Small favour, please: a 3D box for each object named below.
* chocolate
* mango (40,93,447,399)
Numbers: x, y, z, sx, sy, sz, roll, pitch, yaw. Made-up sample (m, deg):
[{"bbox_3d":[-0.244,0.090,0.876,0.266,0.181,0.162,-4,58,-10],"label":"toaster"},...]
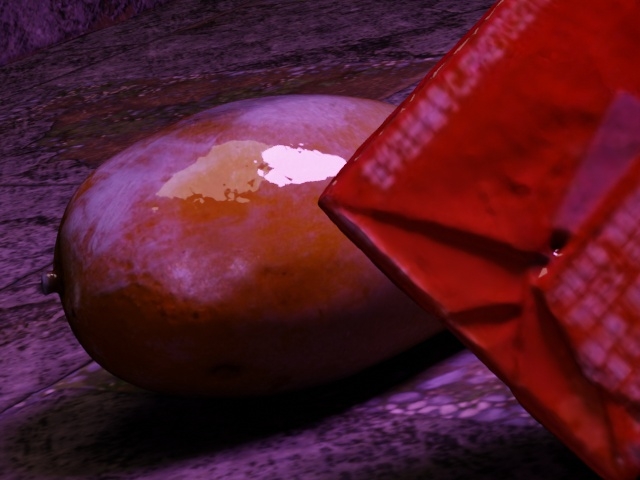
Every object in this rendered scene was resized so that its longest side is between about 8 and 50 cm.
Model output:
[{"bbox_3d":[0.153,-0.027,0.994,0.237,0.235,0.108,-48,6,-4],"label":"chocolate"},{"bbox_3d":[0.000,0.000,1.210,0.383,0.199,0.221,-4,5,-22],"label":"mango"}]
